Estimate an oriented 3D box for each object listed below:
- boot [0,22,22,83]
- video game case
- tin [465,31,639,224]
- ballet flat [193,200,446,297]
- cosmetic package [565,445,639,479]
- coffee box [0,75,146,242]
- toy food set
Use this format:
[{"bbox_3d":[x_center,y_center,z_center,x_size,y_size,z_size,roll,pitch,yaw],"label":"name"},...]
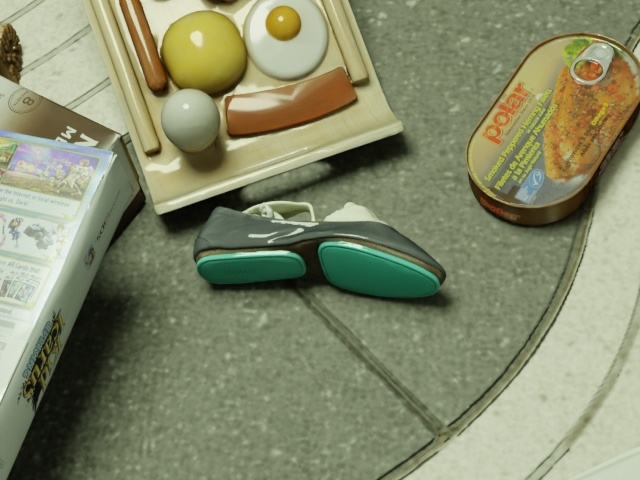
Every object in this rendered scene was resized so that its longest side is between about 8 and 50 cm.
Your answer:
[{"bbox_3d":[-0.322,-0.126,1.163,0.084,0.059,0.158,-6,48,9],"label":"boot"},{"bbox_3d":[-0.304,0.026,0.937,0.269,0.061,0.244,12,63,15],"label":"video game case"},{"bbox_3d":[0.193,-0.093,1.072,0.106,0.040,0.190,28,66,19],"label":"tin"},{"bbox_3d":[0.000,0.000,1.023,0.203,0.074,0.074,3,58,13],"label":"ballet flat"},{"bbox_3d":[0.175,0.252,0.782,0.151,0.151,0.184,-22,58,-6],"label":"cosmetic package"},{"bbox_3d":[-0.272,0.004,1.041,0.141,0.098,0.246,27,66,22],"label":"coffee box"},{"bbox_3d":[-0.084,-0.196,1.087,0.219,0.092,0.306,-20,86,-3],"label":"toy food set"}]
